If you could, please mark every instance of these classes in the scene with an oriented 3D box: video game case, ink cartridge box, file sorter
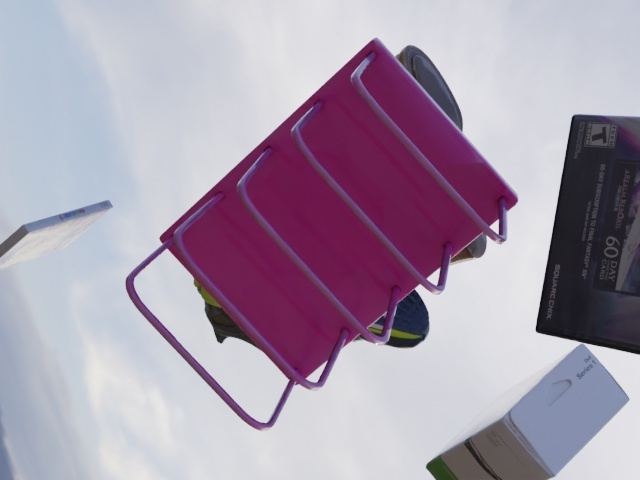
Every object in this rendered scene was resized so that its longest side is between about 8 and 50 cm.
[{"bbox_3d":[0.299,0.001,0.942,0.274,0.026,0.196,10,-90,50],"label":"video game case"},{"bbox_3d":[0.247,0.233,1.435,0.093,0.160,0.219,50,-30,6],"label":"ink cartridge box"},{"bbox_3d":[-0.262,-0.002,1.121,0.087,0.122,0.011,-35,-95,31],"label":"video game case"},{"bbox_3d":[0.000,0.000,1.055,0.202,0.290,0.182,47,18,-5],"label":"file sorter"}]

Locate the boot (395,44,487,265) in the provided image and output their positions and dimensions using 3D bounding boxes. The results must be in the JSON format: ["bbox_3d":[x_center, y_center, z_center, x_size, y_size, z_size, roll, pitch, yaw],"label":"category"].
[{"bbox_3d":[0.076,-0.089,1.492,0.220,0.109,0.284,-9,-73,36],"label":"boot"}]

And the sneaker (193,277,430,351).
[{"bbox_3d":[-0.010,0.090,1.450,0.299,0.111,0.121,11,-52,20],"label":"sneaker"}]
